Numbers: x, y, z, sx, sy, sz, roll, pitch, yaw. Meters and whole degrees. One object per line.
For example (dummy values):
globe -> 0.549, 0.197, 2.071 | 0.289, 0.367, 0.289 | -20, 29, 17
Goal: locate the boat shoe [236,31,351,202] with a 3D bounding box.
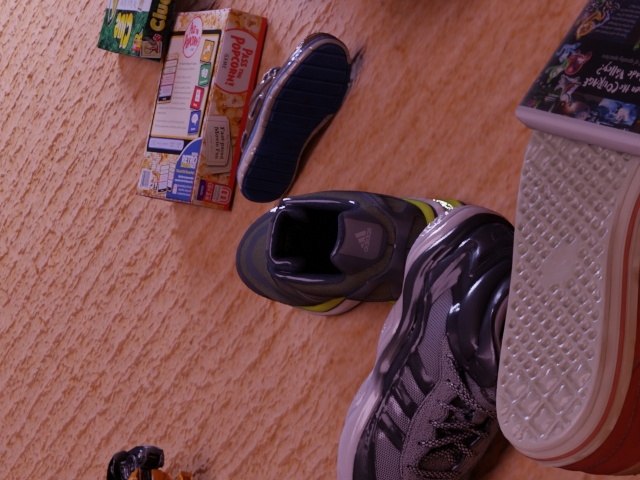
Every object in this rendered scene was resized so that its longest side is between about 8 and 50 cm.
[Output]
boat shoe -> -0.033, -0.121, 1.554 | 0.183, 0.066, 0.066 | -58, 34, 33

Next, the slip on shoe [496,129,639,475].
slip on shoe -> 0.191, -0.006, 1.082 | 0.123, 0.101, 0.331 | -15, 54, 47

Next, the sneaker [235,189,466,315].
sneaker -> 0.000, 0.000, 1.393 | 0.300, 0.121, 0.111 | -8, 73, 60

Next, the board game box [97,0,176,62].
board game box -> -0.195, -0.266, 1.886 | 0.259, 0.030, 0.136 | -155, 77, -72

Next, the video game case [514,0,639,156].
video game case -> 0.222, -0.126, 1.039 | 0.173, 0.022, 0.190 | -56, 32, -7

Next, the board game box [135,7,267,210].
board game box -> -0.122, -0.132, 1.736 | 0.146, 0.045, 0.194 | 12, 90, 62

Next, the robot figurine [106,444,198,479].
robot figurine -> -0.182, 0.329, 1.638 | 0.291, 0.085, 0.211 | -56, 36, 36

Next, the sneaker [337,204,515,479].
sneaker -> 0.100, 0.114, 1.193 | 0.153, 0.101, 0.269 | 22, 97, 63
